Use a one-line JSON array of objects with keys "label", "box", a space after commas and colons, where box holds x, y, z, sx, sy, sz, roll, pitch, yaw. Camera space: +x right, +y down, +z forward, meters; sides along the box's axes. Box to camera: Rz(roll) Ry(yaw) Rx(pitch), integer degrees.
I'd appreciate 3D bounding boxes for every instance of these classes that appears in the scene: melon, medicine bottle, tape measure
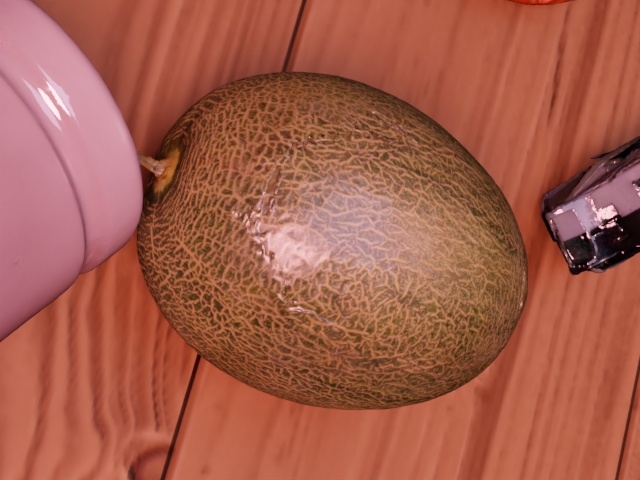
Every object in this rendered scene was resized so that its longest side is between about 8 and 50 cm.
[{"label": "melon", "box": [0.000, 0.000, 0.730, 0.192, 0.139, 0.139, 25, 68, -25]}, {"label": "medicine bottle", "box": [-0.191, 0.017, 0.602, 0.250, 0.133, 0.133, -42, 104, -33]}, {"label": "tape measure", "box": [0.153, -0.019, 0.864, 0.054, 0.091, 0.094, 58, 24, -4]}]

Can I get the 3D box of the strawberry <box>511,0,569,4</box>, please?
[{"label": "strawberry", "box": [0.119, -0.213, 0.887, 0.121, 0.082, 0.188, 23, 72, -25]}]
